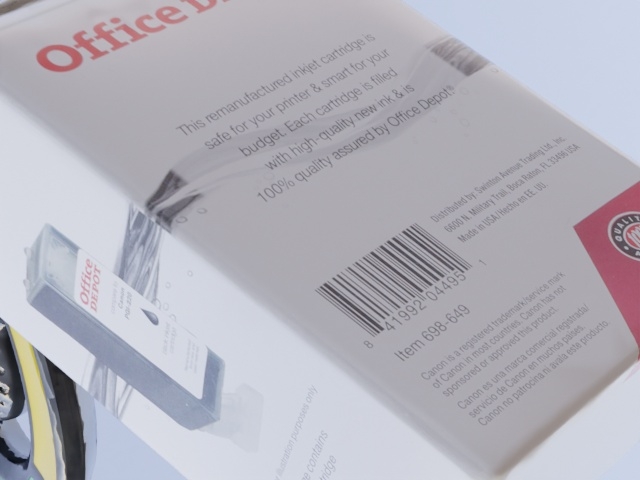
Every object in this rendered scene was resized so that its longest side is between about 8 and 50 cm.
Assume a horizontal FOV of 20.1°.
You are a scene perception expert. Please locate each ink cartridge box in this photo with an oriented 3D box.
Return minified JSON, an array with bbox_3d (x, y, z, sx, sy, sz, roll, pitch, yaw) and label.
[{"bbox_3d":[0.000,0.000,0.574,0.158,0.218,0.092,-31,-28,-43],"label":"ink cartridge box"}]

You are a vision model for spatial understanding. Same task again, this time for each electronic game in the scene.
[{"bbox_3d":[-0.183,0.054,0.981,0.048,0.229,0.229,-20,-79,-26],"label":"electronic game"}]
